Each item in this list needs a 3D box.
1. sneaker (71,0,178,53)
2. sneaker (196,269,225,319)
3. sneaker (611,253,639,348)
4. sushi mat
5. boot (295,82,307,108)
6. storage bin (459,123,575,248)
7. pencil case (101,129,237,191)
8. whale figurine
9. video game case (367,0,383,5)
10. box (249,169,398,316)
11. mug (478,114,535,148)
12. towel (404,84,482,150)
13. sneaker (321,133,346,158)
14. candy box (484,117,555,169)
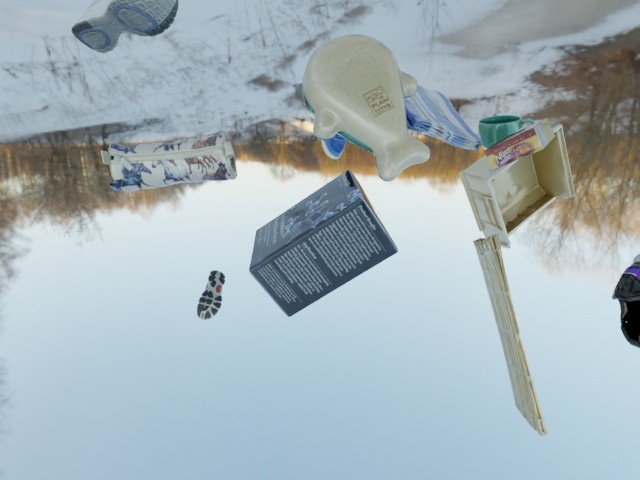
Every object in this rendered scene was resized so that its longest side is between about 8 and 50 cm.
[{"bbox_3d":[-0.448,-0.538,0.982,0.297,0.129,0.111,-2,159,24],"label":"sneaker"},{"bbox_3d":[-0.335,0.175,1.322,0.068,0.071,0.170,21,-131,-11],"label":"sneaker"},{"bbox_3d":[0.694,0.181,0.874,0.146,0.293,0.102,-41,-175,-12],"label":"sneaker"},{"bbox_3d":[0.314,0.146,0.721,0.019,0.316,0.151,-14,177,8],"label":"sushi mat"},{"bbox_3d":[-0.011,-0.570,1.724,0.083,0.246,0.161,-38,173,-6],"label":"boot"},{"bbox_3d":[0.565,-0.152,1.221,0.262,0.260,0.123,-37,-150,-9],"label":"storage bin"},{"bbox_3d":[-0.468,-0.255,1.381,0.410,0.160,0.183,-6,-175,2],"label":"pencil case"},{"bbox_3d":[0.080,-0.230,0.777,0.216,0.272,0.141,-32,175,-13],"label":"whale figurine"},{"bbox_3d":[0.199,-0.562,0.921,0.157,0.019,0.143,11,-129,47],"label":"video game case"},{"bbox_3d":[0.000,0.000,1.351,0.395,0.212,0.293,-32,-157,10],"label":"box"},{"bbox_3d":[0.599,-0.348,1.404,0.129,0.097,0.158,-27,-150,-32],"label":"mug"},{"bbox_3d":[0.240,-0.301,0.970,0.285,0.209,0.034,1,142,-43],"label":"towel"},{"bbox_3d":[0.048,-0.268,0.984,0.058,0.152,0.084,15,161,-28],"label":"sneaker"},{"bbox_3d":[0.448,-0.217,0.958,0.109,0.053,0.187,-23,-177,40],"label":"candy box"}]
